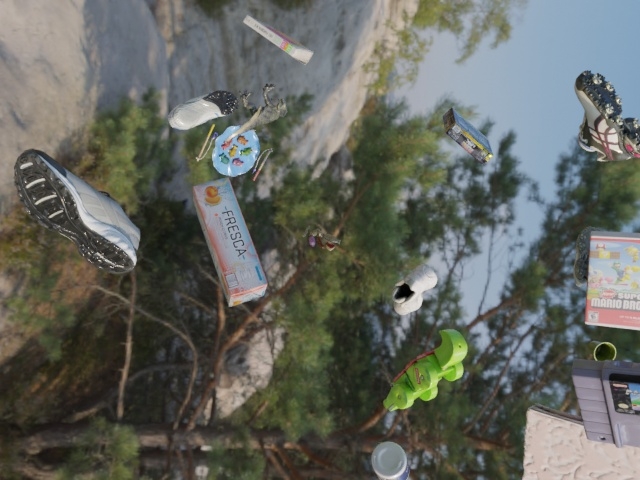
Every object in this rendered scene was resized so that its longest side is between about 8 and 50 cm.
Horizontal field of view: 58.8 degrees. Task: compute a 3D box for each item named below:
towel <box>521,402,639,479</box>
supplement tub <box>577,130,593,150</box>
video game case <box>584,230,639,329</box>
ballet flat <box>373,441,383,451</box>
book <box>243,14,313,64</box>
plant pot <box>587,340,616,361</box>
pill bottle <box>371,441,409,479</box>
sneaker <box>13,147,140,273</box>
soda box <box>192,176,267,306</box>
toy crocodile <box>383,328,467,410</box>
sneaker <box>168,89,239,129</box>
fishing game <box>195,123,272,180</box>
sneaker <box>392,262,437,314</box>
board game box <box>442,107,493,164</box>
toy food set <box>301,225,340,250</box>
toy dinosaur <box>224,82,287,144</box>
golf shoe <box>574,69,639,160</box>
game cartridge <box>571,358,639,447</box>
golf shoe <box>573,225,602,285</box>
[{"bbox_3d":[0.655,0.576,1.380,0.053,0.316,0.332,-31,124,-49],"label":"towel"},{"bbox_3d":[0.757,-0.296,1.540,0.107,0.070,0.071,115,-18,-67],"label":"supplement tub"},{"bbox_3d":[0.768,0.105,1.396,0.025,0.203,0.285,-55,140,-47],"label":"video game case"},{"bbox_3d":[0.234,0.714,1.772,0.232,0.073,0.080,-118,-135,-67],"label":"ballet flat"},{"bbox_3d":[-0.096,-0.461,1.296,0.035,0.144,0.096,-56,168,18],"label":"book"},{"bbox_3d":[1.035,0.407,2.108,0.079,0.083,0.084,-116,-151,-83],"label":"plant pot"},{"bbox_3d":[0.195,0.618,1.555,0.169,0.094,0.094,70,23,-55],"label":"pill bottle"},{"bbox_3d":[-0.422,-0.057,1.002,0.272,0.100,0.108,56,27,-39],"label":"sneaker"},{"bbox_3d":[-0.137,0.002,0.850,0.063,0.058,0.183,119,-48,-65],"label":"soda box"},{"bbox_3d":[0.259,0.345,1.454,0.105,0.115,0.341,63,-35,27],"label":"toy crocodile"},{"bbox_3d":[-0.360,-0.404,1.745,0.237,0.086,0.085,-27,112,-32],"label":"sneaker"},{"bbox_3d":[-0.285,-0.305,1.957,0.264,0.041,0.189,21,104,-45],"label":"fishing game"},{"bbox_3d":[0.244,0.154,1.652,0.090,0.115,0.232,53,-30,24],"label":"sneaker"},{"bbox_3d":[0.471,-0.336,1.824,0.048,0.170,0.141,-46,-163,28],"label":"board game box"},{"bbox_3d":[0.000,0.000,1.895,0.078,0.122,0.019,-56,172,-41],"label":"toy food set"},{"bbox_3d":[-0.172,-0.370,1.593,0.268,0.064,0.118,-38,137,-39],"label":"toy dinosaur"},{"bbox_3d":[0.631,-0.264,1.283,0.272,0.120,0.105,37,56,-28],"label":"golf shoe"},{"bbox_3d":[0.677,0.326,1.068,0.230,0.354,0.068,59,44,-34],"label":"game cartridge"},{"bbox_3d":[0.730,0.045,1.570,0.086,0.069,0.176,75,38,-61],"label":"golf shoe"}]
